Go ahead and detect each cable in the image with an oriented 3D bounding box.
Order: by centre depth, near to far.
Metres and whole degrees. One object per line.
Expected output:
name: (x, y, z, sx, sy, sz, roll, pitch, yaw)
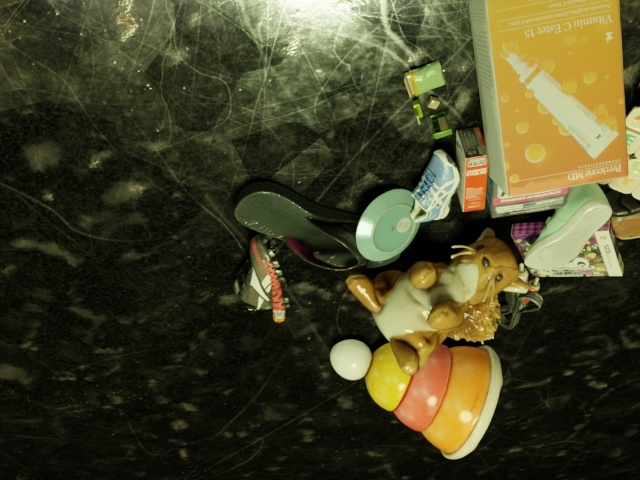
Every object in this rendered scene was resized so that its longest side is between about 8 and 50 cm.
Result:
cable: (0.548, 0.167, 1.972, 0.072, 0.139, 0.287, -44, 149, -17)

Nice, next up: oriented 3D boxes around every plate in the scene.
plate: (0.167, -0.031, 1.688, 0.188, 0.024, 0.188, -17, 124, -26)

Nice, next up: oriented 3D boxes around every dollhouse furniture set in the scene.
dollhouse furniture set: (0.222, -0.278, 1.449, 0.076, 0.059, 0.152, -16, 139, 12)

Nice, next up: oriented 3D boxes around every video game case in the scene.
video game case: (0.618, 0.023, 1.801, 0.232, 0.042, 0.210, -2, 146, 31)

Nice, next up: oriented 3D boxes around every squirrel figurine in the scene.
squirrel figurine: (0.330, 0.134, 1.834, 0.370, 0.281, 0.397, -36, 156, 11)

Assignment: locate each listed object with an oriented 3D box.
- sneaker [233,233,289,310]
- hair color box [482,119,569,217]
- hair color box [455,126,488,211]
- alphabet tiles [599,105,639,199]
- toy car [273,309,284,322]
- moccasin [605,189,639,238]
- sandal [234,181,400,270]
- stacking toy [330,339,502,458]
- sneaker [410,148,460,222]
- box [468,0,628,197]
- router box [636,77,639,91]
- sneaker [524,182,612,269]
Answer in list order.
sneaker: (-0.158, 0.089, 1.803, 0.135, 0.098, 0.276, -8, 141, -1)
hair color box: (0.437, -0.208, 1.522, 0.173, 0.105, 0.347, -10, 139, 4)
hair color box: (0.330, -0.154, 1.581, 0.053, 0.093, 0.167, -9, 140, 2)
alphabet tiles: (0.693, -0.173, 1.540, 0.284, 0.021, 0.278, 24, 155, 7)
toy car: (-0.150, 0.201, 1.980, 0.122, 0.041, 0.060, 10, 137, -18)
moccasin: (0.865, -0.082, 1.694, 0.380, 0.139, 0.147, -19, 139, 16)
sandal: (-0.002, 0.001, 1.711, 0.445, 0.107, 0.167, 19, 134, -27)
stacking toy: (0.258, 0.402, 2.133, 0.479, 0.351, 0.351, 23, 135, -4)
sneaker: (0.254, -0.113, 1.615, 0.081, 0.080, 0.211, -23, 142, -20)
box: (0.399, -0.276, 1.273, 0.215, 0.168, 0.345, -10, 108, 5)
router box: (0.773, -0.396, 1.359, 0.242, 0.081, 0.309, -3, 140, -3)
sneaker: (0.566, -0.048, 1.685, 0.094, 0.151, 0.256, 20, 134, -18)
